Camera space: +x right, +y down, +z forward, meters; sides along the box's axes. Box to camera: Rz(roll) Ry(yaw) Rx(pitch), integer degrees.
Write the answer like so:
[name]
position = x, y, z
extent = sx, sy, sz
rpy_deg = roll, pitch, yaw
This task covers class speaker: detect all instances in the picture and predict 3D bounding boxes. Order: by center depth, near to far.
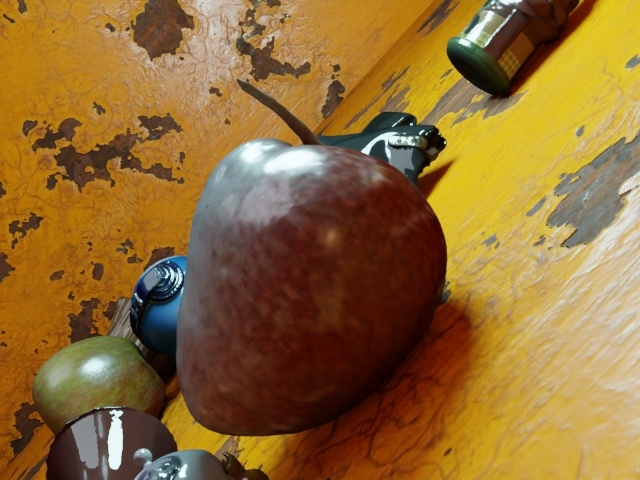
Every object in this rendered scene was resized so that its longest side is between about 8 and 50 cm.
[speaker]
position = -0.228, 0.369, 0.984
extent = 0.259, 0.198, 0.329
rpy_deg = -11, 19, -17

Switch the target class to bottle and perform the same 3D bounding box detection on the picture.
[bottle]
position = 0.348, -0.388, 1.287
extent = 0.271, 0.143, 0.156
rpy_deg = -50, 37, 2

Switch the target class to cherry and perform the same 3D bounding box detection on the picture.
[cherry]
position = -0.026, 0.042, 0.850
extent = 0.335, 0.291, 0.326
rpy_deg = -59, 26, 15

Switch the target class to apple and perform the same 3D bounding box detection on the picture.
[apple]
position = -0.458, 0.324, 1.571
extent = 0.234, 0.256, 0.257
rpy_deg = -35, 9, -13

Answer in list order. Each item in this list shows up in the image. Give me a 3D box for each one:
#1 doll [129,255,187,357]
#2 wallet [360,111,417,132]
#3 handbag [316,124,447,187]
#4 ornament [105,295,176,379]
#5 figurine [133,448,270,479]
[doll]
position = -0.276, 0.121, 1.654
extent = 0.310, 0.240, 0.284
rpy_deg = -36, -34, -13
[wallet]
position = 0.127, -0.241, 1.830
extent = 0.197, 0.051, 0.377
rpy_deg = -46, 10, 5
[handbag]
position = 0.061, -0.069, 1.272
extent = 0.288, 0.152, 0.342
rpy_deg = -10, 45, 48
[ornament]
position = -0.459, 0.279, 1.831
extent = 0.217, 0.221, 0.235
rpy_deg = -58, 7, -26
[figurine]
position = -0.140, 0.322, 0.742
extent = 0.194, 0.133, 0.274
rpy_deg = -42, 23, 26
